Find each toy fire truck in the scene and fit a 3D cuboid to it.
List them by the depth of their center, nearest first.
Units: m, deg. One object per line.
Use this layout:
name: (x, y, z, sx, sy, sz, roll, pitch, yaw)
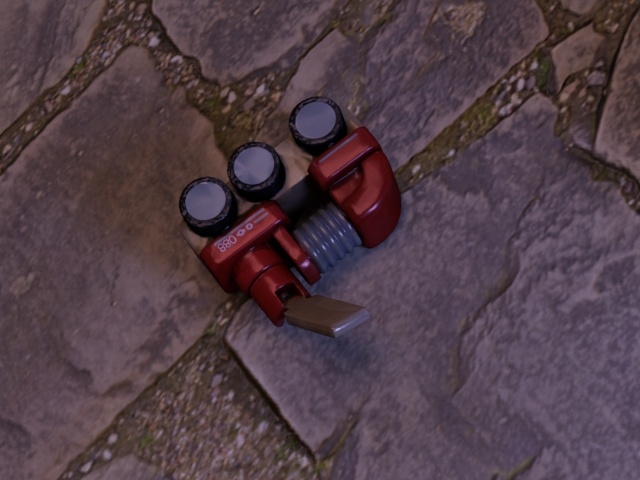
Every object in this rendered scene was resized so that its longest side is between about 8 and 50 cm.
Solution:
toy fire truck: (0.000, 0.000, 1.844, 0.217, 0.158, 0.246, -36, 66, -5)
